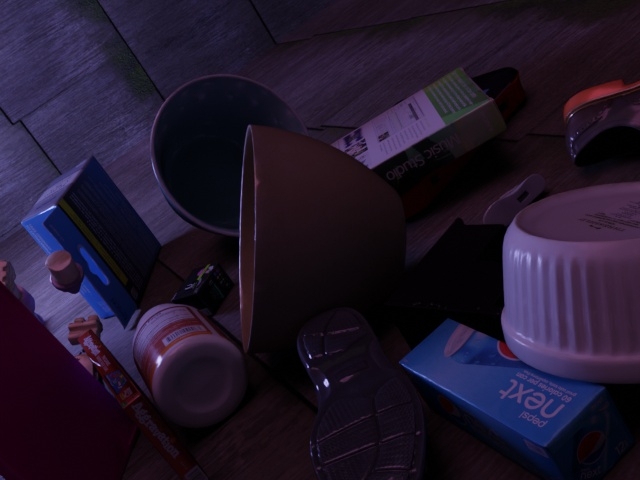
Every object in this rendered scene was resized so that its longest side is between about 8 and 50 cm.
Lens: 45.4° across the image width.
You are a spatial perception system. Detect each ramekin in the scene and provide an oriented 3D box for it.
[{"bbox_3d":[0.251,0.024,0.644,0.207,0.108,0.207,-11,15,3],"label":"ramekin"}]

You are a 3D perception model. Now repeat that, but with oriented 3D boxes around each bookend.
[{"bbox_3d":[0.179,0.048,0.822,0.156,0.072,0.157,-1,38,51],"label":"bookend"}]

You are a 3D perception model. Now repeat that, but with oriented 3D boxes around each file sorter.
[{"bbox_3d":[-0.408,0.237,0.944,0.182,0.290,0.202,-29,23,18],"label":"file sorter"}]

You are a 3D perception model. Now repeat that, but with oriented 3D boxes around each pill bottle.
[{"bbox_3d":[-0.184,0.156,1.024,0.121,0.121,0.216,-38,23,-12],"label":"pill bottle"}]

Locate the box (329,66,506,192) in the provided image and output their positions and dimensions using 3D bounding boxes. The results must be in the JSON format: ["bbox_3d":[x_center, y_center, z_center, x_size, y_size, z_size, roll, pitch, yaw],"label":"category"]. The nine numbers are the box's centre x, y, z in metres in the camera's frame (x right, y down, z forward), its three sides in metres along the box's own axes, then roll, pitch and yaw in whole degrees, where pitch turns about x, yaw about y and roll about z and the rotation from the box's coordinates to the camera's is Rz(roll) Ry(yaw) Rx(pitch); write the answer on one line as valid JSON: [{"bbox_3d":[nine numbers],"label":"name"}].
[{"bbox_3d":[0.108,-0.140,1.174,0.322,0.058,0.232,-31,21,12],"label":"box"}]

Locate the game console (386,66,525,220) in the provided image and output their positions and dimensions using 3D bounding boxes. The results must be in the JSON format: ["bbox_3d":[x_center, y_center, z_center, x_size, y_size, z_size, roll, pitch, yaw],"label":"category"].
[{"bbox_3d":[0.137,-0.156,1.309,0.386,0.060,0.342,-45,26,-28],"label":"game console"}]

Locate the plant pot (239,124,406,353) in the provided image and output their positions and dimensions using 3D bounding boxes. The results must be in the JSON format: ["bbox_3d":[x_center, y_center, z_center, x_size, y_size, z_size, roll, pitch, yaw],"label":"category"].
[{"bbox_3d":[0.000,0.000,0.966,0.191,0.283,0.284,1,21,-10],"label":"plant pot"}]

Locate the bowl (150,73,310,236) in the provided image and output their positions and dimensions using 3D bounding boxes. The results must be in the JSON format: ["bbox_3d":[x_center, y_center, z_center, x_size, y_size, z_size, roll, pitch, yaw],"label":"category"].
[{"bbox_3d":[-0.180,-0.137,1.442,0.311,0.311,0.163,-45,6,-27],"label":"bowl"}]

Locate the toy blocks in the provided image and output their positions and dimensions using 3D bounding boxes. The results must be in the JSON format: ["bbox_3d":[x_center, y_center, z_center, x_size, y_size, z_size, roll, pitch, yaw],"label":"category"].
[{"bbox_3d":[-0.485,0.204,1.256,0.309,0.260,0.288,-10,53,-4],"label":"toy blocks"}]

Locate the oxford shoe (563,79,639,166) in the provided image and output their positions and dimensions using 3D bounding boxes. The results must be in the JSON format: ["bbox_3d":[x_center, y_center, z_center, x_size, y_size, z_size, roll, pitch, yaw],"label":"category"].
[{"bbox_3d":[0.426,-0.155,0.911,0.271,0.097,0.098,-20,46,39],"label":"oxford shoe"}]

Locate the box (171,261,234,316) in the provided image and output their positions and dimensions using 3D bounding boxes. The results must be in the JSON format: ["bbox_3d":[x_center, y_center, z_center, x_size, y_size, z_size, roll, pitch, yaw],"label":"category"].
[{"bbox_3d":[-0.194,0.085,1.269,0.062,0.052,0.083,-17,29,33],"label":"box"}]

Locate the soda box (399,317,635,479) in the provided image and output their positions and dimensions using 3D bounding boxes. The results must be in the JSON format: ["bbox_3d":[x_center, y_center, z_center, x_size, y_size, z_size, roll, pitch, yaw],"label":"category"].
[{"bbox_3d":[0.161,0.138,0.672,0.071,0.067,0.210,-40,24,-14],"label":"soda box"}]

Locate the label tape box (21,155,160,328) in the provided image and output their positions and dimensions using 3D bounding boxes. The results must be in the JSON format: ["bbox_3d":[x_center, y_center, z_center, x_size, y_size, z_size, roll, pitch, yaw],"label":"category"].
[{"bbox_3d":[-0.452,0.012,1.498,0.115,0.249,0.347,-28,23,13],"label":"label tape box"}]

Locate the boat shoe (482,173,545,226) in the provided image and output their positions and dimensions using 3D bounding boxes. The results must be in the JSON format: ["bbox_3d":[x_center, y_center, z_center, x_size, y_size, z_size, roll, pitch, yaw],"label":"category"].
[{"bbox_3d":[0.246,-0.047,0.985,0.100,0.035,0.035,-42,-3,-11],"label":"boat shoe"}]

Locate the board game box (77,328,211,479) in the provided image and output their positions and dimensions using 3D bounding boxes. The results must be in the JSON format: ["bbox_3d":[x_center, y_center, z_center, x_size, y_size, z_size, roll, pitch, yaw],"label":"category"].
[{"bbox_3d":[-0.226,0.204,0.950,0.027,0.145,0.281,-38,23,-17],"label":"board game box"}]

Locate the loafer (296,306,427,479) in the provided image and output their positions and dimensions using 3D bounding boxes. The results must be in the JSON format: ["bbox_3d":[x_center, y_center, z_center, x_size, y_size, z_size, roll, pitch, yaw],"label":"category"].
[{"bbox_3d":[0.046,0.176,0.740,0.109,0.095,0.302,-22,27,2],"label":"loafer"}]
